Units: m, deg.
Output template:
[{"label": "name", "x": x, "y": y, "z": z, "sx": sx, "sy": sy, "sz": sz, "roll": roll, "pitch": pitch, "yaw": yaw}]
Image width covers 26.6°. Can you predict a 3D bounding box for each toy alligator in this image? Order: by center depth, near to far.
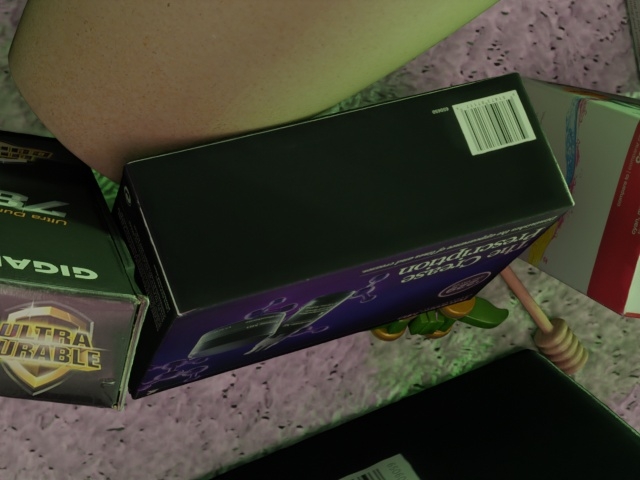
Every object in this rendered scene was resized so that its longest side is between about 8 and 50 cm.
[{"label": "toy alligator", "x": 0.047, "y": 0.042, "z": 0.996, "sx": 0.189, "sy": 0.056, "sz": 0.051, "roll": -1, "pitch": 66, "yaw": -16}]

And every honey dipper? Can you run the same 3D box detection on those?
[{"label": "honey dipper", "x": 0.152, "y": 0.040, "z": 1.037, "sx": 0.030, "sy": 0.030, "sz": 0.161, "roll": -40, "pitch": 112, "yaw": -1}]

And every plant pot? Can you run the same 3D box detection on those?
[{"label": "plant pot", "x": -0.052, "y": -0.166, "z": 0.810, "sx": 0.274, "sy": 0.256, "sz": 0.256, "roll": -42, "pitch": 116, "yaw": 18}]

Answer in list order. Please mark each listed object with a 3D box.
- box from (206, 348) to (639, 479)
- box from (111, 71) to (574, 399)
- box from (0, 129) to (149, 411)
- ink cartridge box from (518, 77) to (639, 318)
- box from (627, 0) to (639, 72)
[{"label": "box", "x": 0.054, "y": 0.408, "z": 0.982, "sx": 0.480, "sy": 0.297, "sz": 0.472, "roll": -21, "pitch": 111, "yaw": -10}, {"label": "box", "x": 0.000, "y": 0.000, "z": 0.864, "sx": 0.261, "sy": 0.184, "sz": 0.103, "roll": -15, "pitch": 76, "yaw": -21}, {"label": "box", "x": -0.264, "y": -0.010, "z": 0.747, "sx": 0.295, "sy": 0.293, "sz": 0.073, "roll": 8, "pitch": 105, "yaw": -19}, {"label": "ink cartridge box", "x": 0.220, "y": -0.029, "z": 0.947, "sx": 0.128, "sy": 0.176, "sz": 0.127, "roll": 7, "pitch": 104, "yaw": -30}, {"label": "box", "x": 0.319, "y": -0.203, "z": 0.958, "sx": 0.182, "sy": 0.119, "sz": 0.181, "roll": -20, "pitch": 113, "yaw": -10}]
